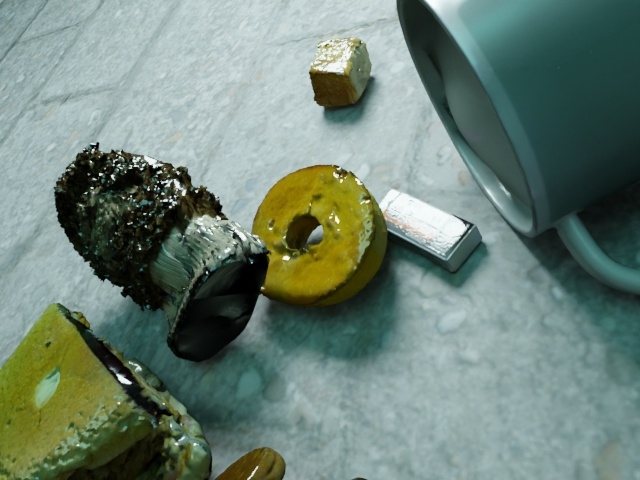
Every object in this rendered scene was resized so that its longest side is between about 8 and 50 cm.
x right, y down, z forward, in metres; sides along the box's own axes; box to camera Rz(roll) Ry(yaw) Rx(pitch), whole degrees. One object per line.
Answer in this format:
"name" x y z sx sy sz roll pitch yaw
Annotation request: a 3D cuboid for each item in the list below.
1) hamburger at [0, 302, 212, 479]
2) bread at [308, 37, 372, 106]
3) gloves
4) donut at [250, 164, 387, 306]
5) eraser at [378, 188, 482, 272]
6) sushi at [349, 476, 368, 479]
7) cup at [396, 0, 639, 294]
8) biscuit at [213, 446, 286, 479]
"hamburger" -0.236 0.192 0.594 0.288 0.167 0.192 24 74 50
"bread" 0.029 -0.235 0.853 0.070 0.076 0.083 9 60 23
"gloves" -0.198 0.002 0.723 0.135 0.210 0.312 -31 62 -36
"donut" 0.000 0.000 0.670 0.178 0.065 0.162 15 83 43
"eraser" 0.110 -0.014 0.653 0.052 0.029 0.122 -49 46 -11
"sushi" 0.015 0.301 0.275 0.281 0.299 0.294 -52 46 8
"cup" 0.270 -0.136 0.527 0.274 0.259 0.356 -30 76 7
"biscuit" -0.128 0.281 0.469 0.290 0.041 0.208 -44 0 -35
